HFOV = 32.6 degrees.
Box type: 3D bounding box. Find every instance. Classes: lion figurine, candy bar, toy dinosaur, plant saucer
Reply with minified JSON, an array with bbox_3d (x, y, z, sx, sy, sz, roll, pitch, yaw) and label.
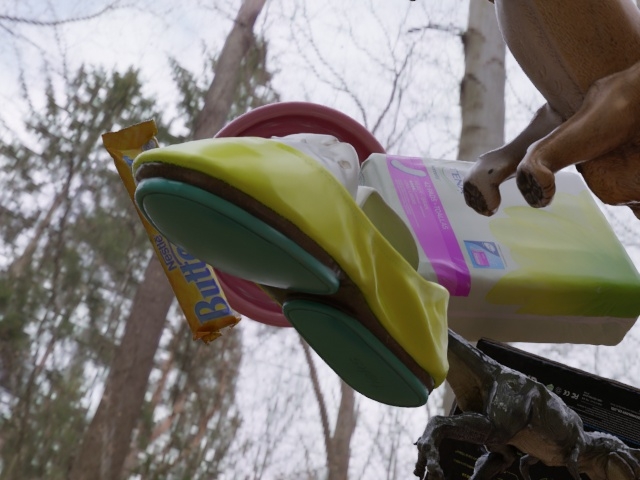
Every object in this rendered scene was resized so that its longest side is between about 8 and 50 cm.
[{"bbox_3d":[0.173,-0.161,0.803,0.392,0.240,0.142,61,-21,-2],"label":"lion figurine"},{"bbox_3d":[-0.101,-0.005,0.756,0.161,0.040,0.018,66,-26,1],"label":"candy bar"},{"bbox_3d":[0.116,0.128,0.738,0.268,0.118,0.064,41,-22,-18],"label":"toy dinosaur"},{"bbox_3d":[-0.043,-0.039,1.628,0.332,0.332,0.084,32,-6,-16],"label":"plant saucer"}]

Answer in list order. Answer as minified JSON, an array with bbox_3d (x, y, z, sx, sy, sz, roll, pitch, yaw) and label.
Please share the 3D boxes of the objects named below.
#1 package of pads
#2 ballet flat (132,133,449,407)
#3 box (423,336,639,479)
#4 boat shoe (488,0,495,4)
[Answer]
[{"bbox_3d":[0.191,0.008,1.239,0.296,0.229,0.101,4,-51,-17],"label":"package of pads"},{"bbox_3d":[0.000,0.000,0.476,0.077,0.077,0.231,7,-24,33],"label":"ballet flat"},{"bbox_3d":[0.249,0.258,1.025,0.322,0.257,0.079,16,-8,39],"label":"box"},{"bbox_3d":[0.096,-0.308,0.922,0.285,0.103,0.092,46,-66,14],"label":"boat shoe"}]
